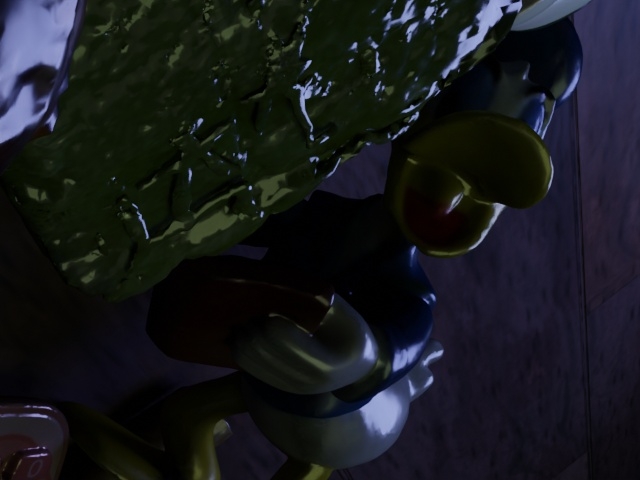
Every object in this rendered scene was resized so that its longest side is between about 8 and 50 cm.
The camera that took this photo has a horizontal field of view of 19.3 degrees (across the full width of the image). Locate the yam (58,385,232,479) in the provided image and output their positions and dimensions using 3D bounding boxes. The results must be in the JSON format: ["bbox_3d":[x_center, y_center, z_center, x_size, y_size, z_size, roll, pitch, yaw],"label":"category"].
[{"bbox_3d":[-0.198,0.184,1.102,0.327,0.045,0.045,-32,-157,-13],"label":"yam"}]

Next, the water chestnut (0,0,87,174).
[{"bbox_3d":[-0.138,-0.094,0.392,0.238,0.223,0.223,-2,138,-53],"label":"water chestnut"}]

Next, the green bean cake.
[{"bbox_3d":[-0.044,-0.104,0.619,0.200,0.113,0.214,-34,143,-10],"label":"green bean cake"}]

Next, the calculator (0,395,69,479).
[{"bbox_3d":[-0.249,0.202,0.980,0.220,0.048,0.329,4,122,-55],"label":"calculator"}]

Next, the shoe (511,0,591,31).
[{"bbox_3d":[0.159,-0.194,0.874,0.265,0.095,0.110,-38,168,8],"label":"shoe"}]

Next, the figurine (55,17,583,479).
[{"bbox_3d":[0.000,0.000,0.952,0.338,0.204,0.283,-50,151,-2],"label":"figurine"}]
